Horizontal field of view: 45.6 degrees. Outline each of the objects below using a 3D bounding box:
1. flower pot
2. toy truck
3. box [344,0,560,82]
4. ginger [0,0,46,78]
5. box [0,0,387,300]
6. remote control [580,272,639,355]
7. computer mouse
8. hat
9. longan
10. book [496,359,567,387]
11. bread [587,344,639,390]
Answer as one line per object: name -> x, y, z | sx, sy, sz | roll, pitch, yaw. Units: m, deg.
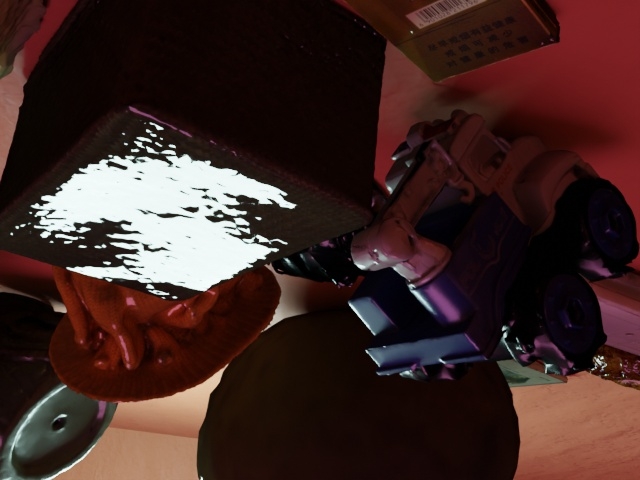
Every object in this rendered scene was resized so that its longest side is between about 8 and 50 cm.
flower pot -> -0.454, 0.218, 1.178 | 0.213, 0.301, 0.302 | 29, 168, 27
toy truck -> 0.110, 0.000, 0.562 | 0.177, 0.213, 0.161 | 48, 143, -16
box -> 0.070, -0.146, 0.450 | 0.090, 0.023, 0.133 | -14, 149, 40
ginger -> -0.262, -0.146, 0.485 | 0.123, 0.115, 0.193 | 35, 160, -9
box -> -0.107, -0.068, 0.540 | 0.184, 0.143, 0.273 | 22, 152, -32
remote control -> 0.373, 0.089, 0.882 | 0.277, 0.055, 0.103 | 19, 155, -24
computer mouse -> 0.000, 0.000, 0.758 | 0.147, 0.077, 0.242 | -2, 156, 26
hat -> -0.167, -0.005, 0.751 | 0.245, 0.233, 0.233 | -4, 131, -2
longan -> 0.038, 0.284, 1.038 | 0.404, 0.403, 0.436 | 20, 158, -28
book -> 0.242, 0.226, 1.297 | 0.283, 0.025, 0.215 | -17, 149, 42
bread -> 0.466, 0.179, 1.063 | 0.193, 0.063, 0.193 | 8, 161, 3
